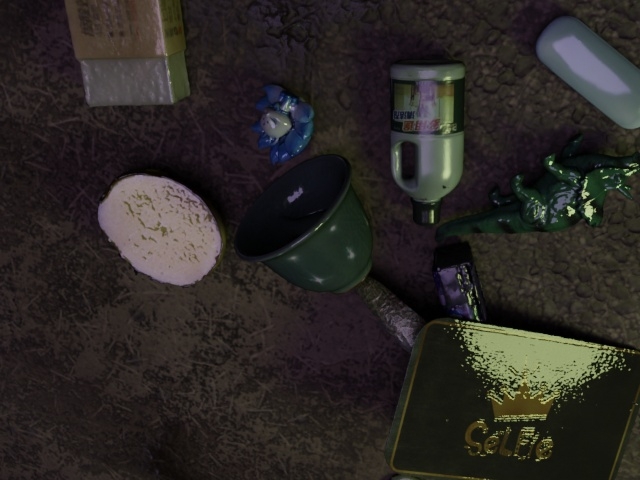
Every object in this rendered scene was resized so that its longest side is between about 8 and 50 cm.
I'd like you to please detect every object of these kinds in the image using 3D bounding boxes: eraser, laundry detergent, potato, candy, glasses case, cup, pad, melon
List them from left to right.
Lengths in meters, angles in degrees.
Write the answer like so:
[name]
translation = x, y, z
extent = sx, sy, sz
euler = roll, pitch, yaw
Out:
[eraser]
translation = -0.270, -0.357, 1.018
extent = 0.144, 0.078, 0.343
euler = 2, 112, 12
[potato]
translation = -0.234, -0.024, 1.142
extent = 0.200, 0.081, 0.164
euler = 38, 106, -7
[cup]
translation = 0.000, 0.000, 1.059
extent = 0.199, 0.199, 0.150
euler = -29, 120, 21
[melon]
translation = 0.105, 0.104, 1.111
extent = 0.182, 0.098, 0.054
euler = 44, 90, -7
[laundry detergent]
translation = 0.144, -0.128, 1.021
extent = 0.099, 0.070, 0.225
euler = -1, 112, 4
[candy]
translation = 0.226, 0.158, 1.103
extent = 0.061, 0.088, 0.312
euler = -12, 108, 15
[pad]
translation = 0.286, 0.285, 1.066
extent = 0.375, 0.063, 0.315
euler = 10, 104, -12
[glasses case]
translation = 0.351, -0.212, 0.953
extent = 0.178, 0.045, 0.067
euler = 37, 114, -4

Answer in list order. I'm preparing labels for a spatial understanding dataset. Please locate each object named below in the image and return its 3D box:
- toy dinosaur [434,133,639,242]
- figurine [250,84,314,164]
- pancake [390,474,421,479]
[toy dinosaur]
translation = 0.283, -0.065, 1.012
extent = 0.292, 0.079, 0.120
euler = -9, 107, 19
[figurine]
translation = -0.054, -0.154, 1.048
extent = 0.114, 0.079, 0.114
euler = 4, 97, 33
[pancake]
translation = 0.148, 0.443, 1.273
extent = 0.108, 0.017, 0.108
euler = 4, 108, 13
